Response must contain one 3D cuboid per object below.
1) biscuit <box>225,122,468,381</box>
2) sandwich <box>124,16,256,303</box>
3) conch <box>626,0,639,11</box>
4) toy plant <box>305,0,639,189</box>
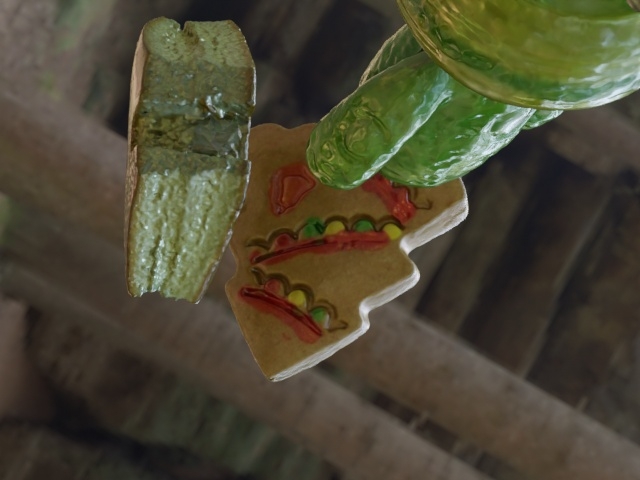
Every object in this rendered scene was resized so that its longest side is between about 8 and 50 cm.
[{"bbox_3d":[0.000,0.000,1.400,0.239,0.212,0.041,-68,157,-17],"label":"biscuit"},{"bbox_3d":[-0.102,-0.078,1.335,0.088,0.090,0.244,134,-38,-65],"label":"sandwich"},{"bbox_3d":[0.155,-0.114,0.458,0.186,0.313,0.241,-10,-145,52],"label":"conch"},{"bbox_3d":[0.106,-0.119,1.095,0.224,0.184,0.316,-27,164,-21],"label":"toy plant"}]
